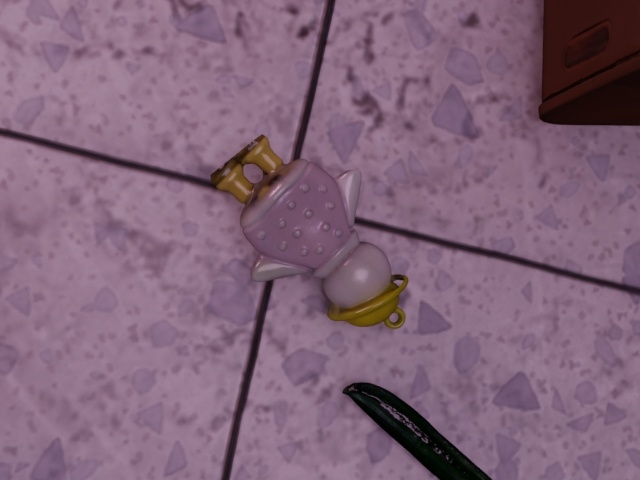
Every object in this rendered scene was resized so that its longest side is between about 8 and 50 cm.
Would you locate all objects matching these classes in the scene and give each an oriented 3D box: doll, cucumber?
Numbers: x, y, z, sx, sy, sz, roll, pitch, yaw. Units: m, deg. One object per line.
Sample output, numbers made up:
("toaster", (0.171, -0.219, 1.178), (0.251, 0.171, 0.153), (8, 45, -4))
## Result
("doll", (0.000, 0.000, 0.921), (0.129, 0.081, 0.207), (-45, 101, -4))
("cucumber", (0.096, 0.181, 0.963), (0.184, 0.036, 0.033), (43, 69, -11))

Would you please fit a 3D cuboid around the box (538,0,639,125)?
("box", (0.378, -0.230, 0.946), (0.339, 0.239, 0.229), (0, 86, -15))
